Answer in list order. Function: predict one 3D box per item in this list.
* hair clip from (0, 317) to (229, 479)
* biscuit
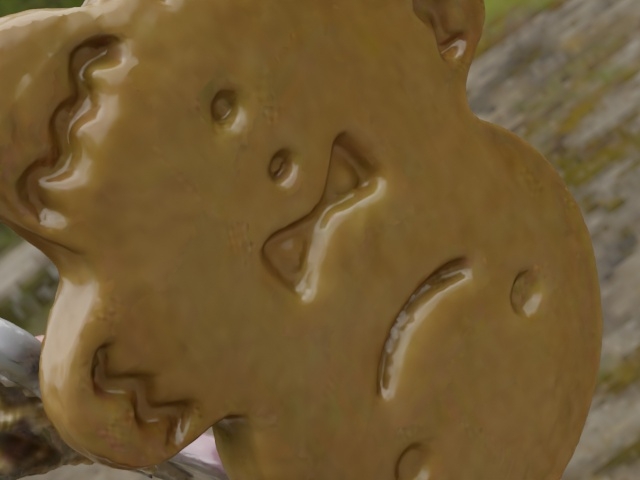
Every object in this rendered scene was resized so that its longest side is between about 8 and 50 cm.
[{"bbox_3d":[-0.112,0.089,0.896,0.257,0.146,0.075,29,-106,-65],"label":"hair clip"},{"bbox_3d":[0.002,0.000,0.792,0.275,0.355,0.052,-51,30,-21],"label":"biscuit"}]
